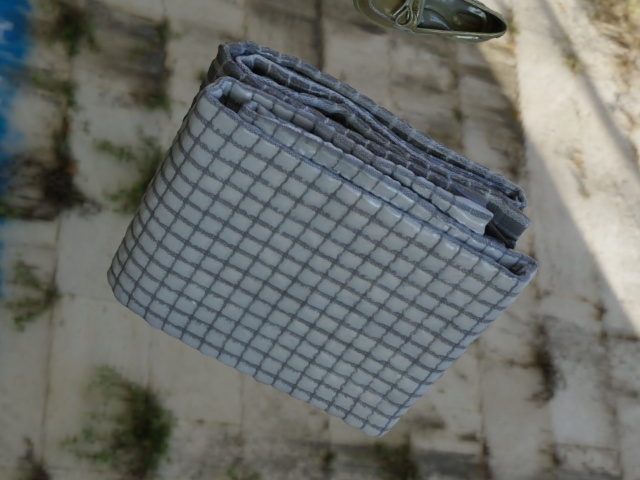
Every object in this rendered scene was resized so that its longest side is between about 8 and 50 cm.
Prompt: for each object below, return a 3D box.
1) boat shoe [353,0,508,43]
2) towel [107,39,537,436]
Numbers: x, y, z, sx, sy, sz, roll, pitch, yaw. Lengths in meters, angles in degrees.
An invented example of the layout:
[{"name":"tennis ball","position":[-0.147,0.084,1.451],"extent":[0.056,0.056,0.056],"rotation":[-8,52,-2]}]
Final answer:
[{"name":"boat shoe","position":[0.104,-0.217,1.078],"extent":[0.048,0.153,0.056],"rotation":[20,-84,62]},{"name":"towel","position":[0.000,0.000,0.910],"extent":[0.235,0.283,0.121],"rotation":[-55,-167,38]}]
